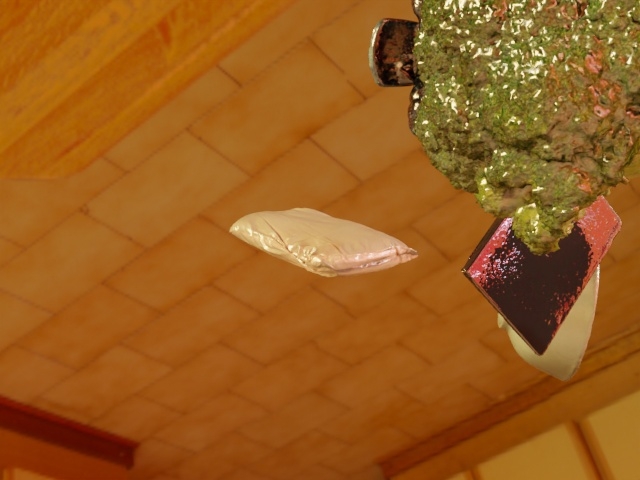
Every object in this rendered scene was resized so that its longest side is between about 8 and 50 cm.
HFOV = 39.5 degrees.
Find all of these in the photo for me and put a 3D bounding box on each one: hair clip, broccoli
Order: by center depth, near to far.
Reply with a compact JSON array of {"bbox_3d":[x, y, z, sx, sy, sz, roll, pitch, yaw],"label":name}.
[{"bbox_3d":[0.208,-0.152,0.717,0.283,0.304,0.321,20,99,-24],"label":"broccoli"},{"bbox_3d":[0.194,-0.247,1.210,0.194,0.206,0.310,-6,108,-29],"label":"hair clip"}]

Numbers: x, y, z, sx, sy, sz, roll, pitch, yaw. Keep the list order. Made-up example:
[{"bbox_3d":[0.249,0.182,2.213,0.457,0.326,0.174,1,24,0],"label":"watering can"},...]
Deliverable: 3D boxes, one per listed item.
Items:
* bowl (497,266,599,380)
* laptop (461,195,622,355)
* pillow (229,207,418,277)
[{"bbox_3d":[0.418,0.112,1.691,0.146,0.289,0.289,10,140,4],"label":"bowl"},{"bbox_3d":[0.237,0.006,0.936,0.135,0.197,0.016,47,156,-17],"label":"laptop"},{"bbox_3d":[0.000,0.000,1.387,0.173,0.270,0.067,-12,111,-35],"label":"pillow"}]
